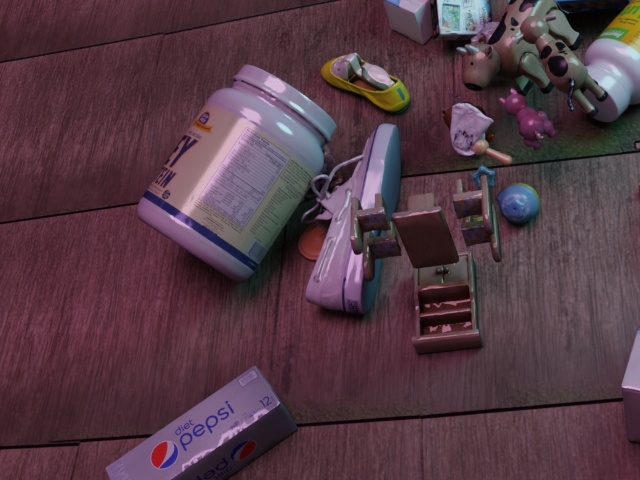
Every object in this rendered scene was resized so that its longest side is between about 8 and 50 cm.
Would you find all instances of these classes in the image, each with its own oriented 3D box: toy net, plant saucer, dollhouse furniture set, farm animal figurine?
[{"bbox_3d":[0.269,-0.121,1.760,0.122,0.232,0.045,-23,9,28],"label":"toy net"},{"bbox_3d":[0.000,0.000,1.880,0.084,0.013,0.083,-10,52,13],"label":"plant saucer"},{"bbox_3d":[0.175,0.044,1.633,0.212,0.242,0.161,-8,53,15],"label":"dollhouse furniture set"},{"bbox_3d":[0.334,-0.311,1.794,0.330,0.172,0.326,-18,39,50],"label":"farm animal figurine"}]

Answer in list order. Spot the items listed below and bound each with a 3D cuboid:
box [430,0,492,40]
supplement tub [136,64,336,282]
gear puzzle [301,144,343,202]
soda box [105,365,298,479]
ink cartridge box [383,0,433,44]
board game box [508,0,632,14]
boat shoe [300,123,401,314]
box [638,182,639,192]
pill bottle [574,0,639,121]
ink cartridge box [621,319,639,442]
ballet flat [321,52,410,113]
[{"bbox_3d":[0.268,-0.493,2.039,0.114,0.036,0.206,-3,83,-14],"label":"box"},{"bbox_3d":[-0.141,-0.116,1.834,0.235,0.235,0.324,30,85,35],"label":"supplement tub"},{"bbox_3d":[-0.136,-0.108,1.990,0.339,0.044,0.175,-24,50,2],"label":"gear puzzle"},{"bbox_3d":[-0.185,0.326,1.652,0.286,0.098,0.091,-34,52,-6],"label":"soda box"},{"bbox_3d":[0.212,-0.483,2.109,0.143,0.090,0.092,-45,53,-15],"label":"ink cartridge box"},{"bbox_3d":[0.466,-0.453,1.953,0.210,0.160,0.047,0,93,20],"label":"board game box"},{"bbox_3d":[0.040,-0.047,1.827,0.157,0.136,0.367,6,66,18],"label":"boat shoe"},{"bbox_3d":[0.595,-0.122,1.740,0.081,0.028,0.136,24,64,33],"label":"box"},{"bbox_3d":[0.548,-0.324,1.835,0.136,0.136,0.245,32,71,35],"label":"pill bottle"},{"bbox_3d":[0.531,0.164,1.457,0.168,0.171,0.232,11,60,27],"label":"ink cartridge box"},{"bbox_3d":[0.082,-0.322,2.047,0.077,0.077,0.231,-45,52,-14],"label":"ballet flat"}]
